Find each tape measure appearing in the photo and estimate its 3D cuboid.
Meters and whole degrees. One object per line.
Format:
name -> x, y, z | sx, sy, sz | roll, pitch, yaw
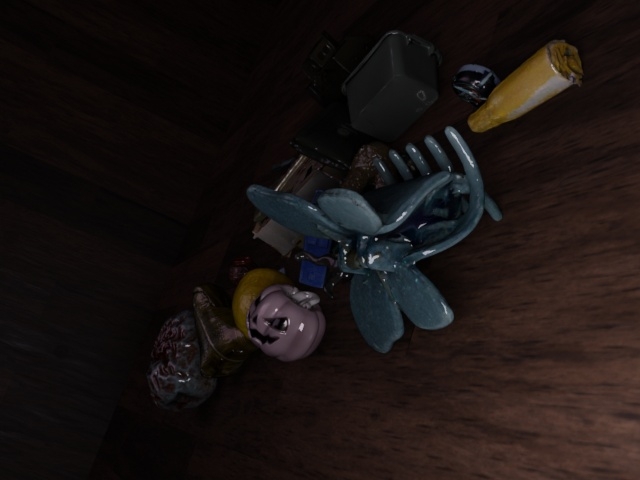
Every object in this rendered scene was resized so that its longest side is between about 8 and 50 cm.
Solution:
tape measure -> 0.292, -0.284, 1.220 | 0.054, 0.094, 0.091 | -62, 20, -10

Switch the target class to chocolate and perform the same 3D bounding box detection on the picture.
chocolate -> 0.331, -0.248, 1.108 | 0.219, 0.086, 0.085 | -32, 38, 56

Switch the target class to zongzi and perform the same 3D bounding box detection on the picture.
zongzi -> -0.246, 0.215, 1.848 | 0.288, 0.134, 0.285 | -40, 57, 38

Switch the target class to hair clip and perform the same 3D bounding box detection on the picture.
hair clip -> 0.119, -0.026, 1.104 | 0.238, 0.392, 0.318 | -43, 11, -22

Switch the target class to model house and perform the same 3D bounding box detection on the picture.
model house -> -0.008, -0.126, 1.704 | 0.326, 0.169, 0.244 | -43, 22, 37
model house -> 0.075, -0.538, 1.941 | 0.243, 0.204, 0.211 | -57, 14, -30

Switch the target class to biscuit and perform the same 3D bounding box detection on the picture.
biscuit -> -0.169, -0.142, 2.266 | 0.199, 0.041, 0.121 | -33, 36, 56

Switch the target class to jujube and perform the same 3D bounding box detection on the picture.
jujube -> -0.418, 0.369, 2.037 | 0.226, 0.226, 0.316 | -47, 31, 40

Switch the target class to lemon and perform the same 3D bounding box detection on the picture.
lemon -> -0.136, 0.160, 1.654 | 0.170, 0.170, 0.207 | -48, 22, 39

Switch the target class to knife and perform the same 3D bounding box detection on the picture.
knife -> -0.136, -0.271, 2.369 | 0.028, 0.015, 0.210 | -63, 20, -13

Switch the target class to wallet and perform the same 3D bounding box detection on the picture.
wallet -> 0.052, -0.258, 1.583 | 0.245, 0.169, 0.052 | -49, -20, -46

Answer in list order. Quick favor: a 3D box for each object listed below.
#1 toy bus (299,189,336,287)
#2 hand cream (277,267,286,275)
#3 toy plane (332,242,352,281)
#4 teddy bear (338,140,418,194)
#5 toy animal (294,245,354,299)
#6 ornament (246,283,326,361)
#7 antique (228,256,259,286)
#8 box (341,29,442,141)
toy bus -> 0.003, 0.002, 1.505 | 0.094, 0.079, 0.236 | -80, -1, -48
hand cream -> -0.174, 0.172, 1.914 | 0.256, 0.055, 0.088 | -39, 39, 39
toy plane -> 0.078, 0.043, 1.423 | 0.096, 0.060, 0.235 | -56, 24, 2
teddy bear -> 0.119, -0.148, 1.401 | 0.251, 0.182, 0.129 | -64, -32, -65
toy animal -> 0.060, 0.015, 1.343 | 0.232, 0.084, 0.148 | -46, 30, -24
ornament -> -0.073, 0.177, 1.475 | 0.177, 0.178, 0.177 | -51, 25, 34
antique -> -0.238, 0.105, 2.070 | 0.104, 0.104, 0.104 | -51, 25, 34
box -> 0.167, -0.348, 1.532 | 0.243, 0.163, 0.134 | -40, 40, 46
